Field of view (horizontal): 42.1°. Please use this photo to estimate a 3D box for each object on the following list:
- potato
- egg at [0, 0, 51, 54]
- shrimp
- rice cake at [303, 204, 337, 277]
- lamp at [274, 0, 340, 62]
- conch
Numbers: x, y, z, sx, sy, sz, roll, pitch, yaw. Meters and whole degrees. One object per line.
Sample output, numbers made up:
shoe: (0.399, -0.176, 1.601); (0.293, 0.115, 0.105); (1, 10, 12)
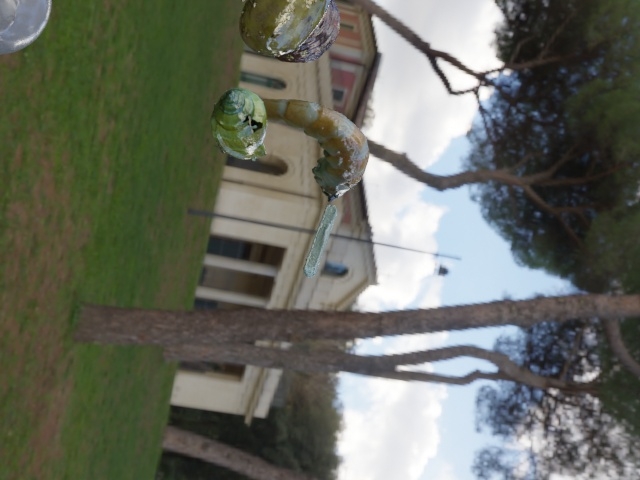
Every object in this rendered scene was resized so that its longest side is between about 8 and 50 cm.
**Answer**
potato: (-0.037, -0.279, 0.994); (0.138, 0.091, 0.070); (-46, -123, 2)
egg: (-0.511, -0.385, 1.296); (0.232, 0.176, 0.176); (-117, -142, -54)
shrimp: (-0.014, -0.178, 1.484); (0.185, 0.287, 0.068); (-22, -134, 48)
rice cake: (0.000, 0.000, 1.745); (0.033, 0.029, 0.170); (93, 16, -63)
lamp: (-0.065, -0.605, 2.305); (0.247, 0.247, 0.246); (-169, -90, -79)
conch: (-0.135, -0.195, 1.376); (0.200, 0.095, 0.079); (96, -17, -57)
